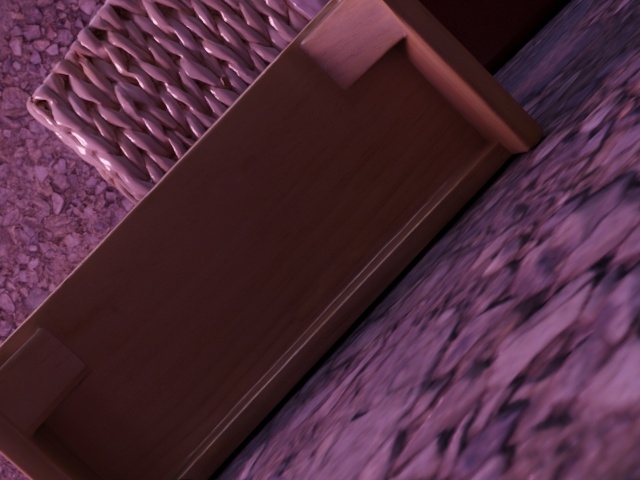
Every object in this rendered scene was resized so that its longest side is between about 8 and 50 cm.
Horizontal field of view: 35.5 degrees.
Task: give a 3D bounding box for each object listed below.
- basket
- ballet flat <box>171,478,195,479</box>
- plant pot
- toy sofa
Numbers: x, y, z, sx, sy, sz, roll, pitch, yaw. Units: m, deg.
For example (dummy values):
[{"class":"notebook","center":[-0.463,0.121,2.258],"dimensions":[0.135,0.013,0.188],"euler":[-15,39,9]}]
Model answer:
[{"class":"basket","center":[-0.079,-0.119,1.013],"dimensions":[0.266,0.331,0.328],"euler":[-48,4,-4]},{"class":"ballet flat","center":[-0.016,0.082,0.075],"dimensions":[0.124,0.116,0.342],"euler":[-27,-2,-5]},{"class":"plant pot","center":[0.187,-0.353,1.236],"dimensions":[0.235,0.267,0.267],"euler":[-28,15,40]},{"class":"toy sofa","center":[-0.047,0.009,0.640],"dimensions":[0.362,0.150,0.177],"euler":[-47,7,-4]}]
